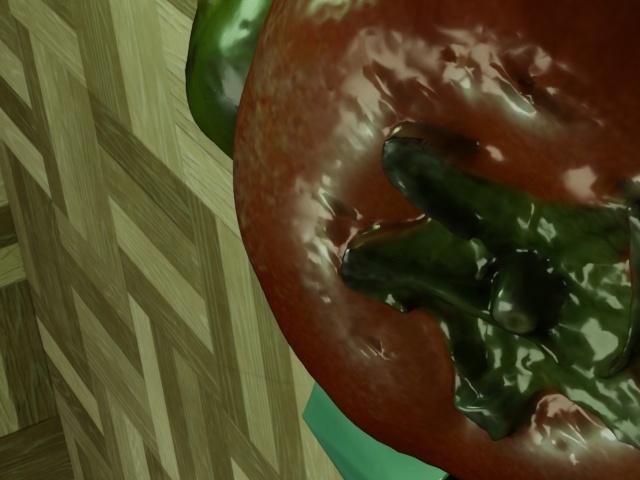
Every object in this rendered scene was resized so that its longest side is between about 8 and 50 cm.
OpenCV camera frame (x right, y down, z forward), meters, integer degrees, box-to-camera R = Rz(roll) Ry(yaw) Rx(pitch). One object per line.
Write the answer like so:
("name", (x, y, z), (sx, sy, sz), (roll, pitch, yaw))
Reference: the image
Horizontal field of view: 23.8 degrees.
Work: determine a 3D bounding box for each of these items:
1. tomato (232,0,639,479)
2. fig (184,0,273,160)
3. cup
("tomato", (0.134, -0.038, 0.720), (0.341, 0.273, 0.341), (16, 128, 22))
("fig", (0.009, -0.126, 1.118), (0.225, 0.203, 0.203), (33, 163, -12))
("cup", (0.082, 0.173, 1.259), (0.134, 0.148, 0.235), (51, 175, -34))
